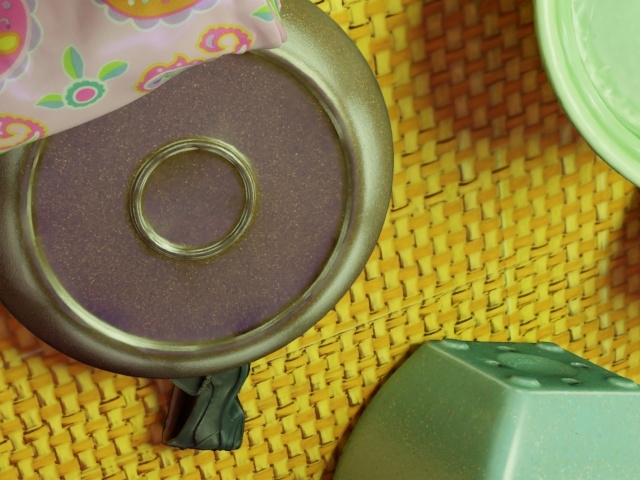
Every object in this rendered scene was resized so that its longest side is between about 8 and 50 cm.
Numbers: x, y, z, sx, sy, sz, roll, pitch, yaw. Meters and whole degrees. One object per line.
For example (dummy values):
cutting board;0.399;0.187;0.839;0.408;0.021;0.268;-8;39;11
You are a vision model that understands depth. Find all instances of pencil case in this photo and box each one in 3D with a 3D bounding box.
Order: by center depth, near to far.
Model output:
pencil case;-0.166;-0.124;0.969;0.284;0.124;0.124;-23;130;2

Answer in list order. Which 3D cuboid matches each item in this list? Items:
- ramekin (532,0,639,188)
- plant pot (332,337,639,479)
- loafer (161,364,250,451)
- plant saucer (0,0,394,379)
ramekin;0.294;-0.171;1.118;0.303;0.148;0.303;0;96;1
plant pot;0.161;0.221;1.336;0.248;0.247;0.252;3;102;-30
loafer;-0.092;0.100;1.231;0.061;0.062;0.170;-8;123;-18
plant saucer;-0.092;-0.035;1.096;0.310;0.050;0.310;-5;112;-13
